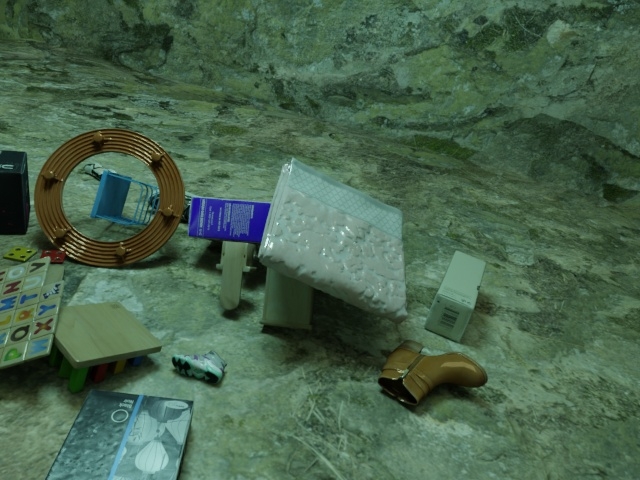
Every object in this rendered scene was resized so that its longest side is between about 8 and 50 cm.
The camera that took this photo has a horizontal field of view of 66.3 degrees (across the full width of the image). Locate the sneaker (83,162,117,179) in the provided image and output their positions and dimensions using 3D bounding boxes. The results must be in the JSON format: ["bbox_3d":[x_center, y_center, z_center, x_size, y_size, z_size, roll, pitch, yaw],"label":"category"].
[{"bbox_3d":[-0.690,-0.212,1.524,0.109,0.040,0.043,16,29,6],"label":"sneaker"}]

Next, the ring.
[{"bbox_3d":[-0.492,-0.106,1.148,0.337,0.336,0.032,10,-10,-8],"label":"ring"}]

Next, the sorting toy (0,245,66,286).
[{"bbox_3d":[-0.587,0.099,0.973,0.132,0.046,0.274,1,30,-22],"label":"sorting toy"}]

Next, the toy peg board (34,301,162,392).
[{"bbox_3d":[-0.404,0.189,0.878,0.161,0.079,0.161,32,17,32],"label":"toy peg board"}]

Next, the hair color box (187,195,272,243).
[{"bbox_3d":[-0.137,-0.037,1.238,0.339,0.110,0.185,4,-3,7],"label":"hair color box"}]

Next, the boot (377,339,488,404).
[{"bbox_3d":[0.222,0.279,0.980,0.197,0.072,0.152,13,23,26],"label":"boot"}]

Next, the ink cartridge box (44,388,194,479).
[{"bbox_3d":[-0.277,0.343,0.639,0.166,0.065,0.332,10,28,-9],"label":"ink cartridge box"}]

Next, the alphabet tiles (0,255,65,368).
[{"bbox_3d":[-0.543,0.126,0.843,0.198,0.009,0.237,-16,45,-2],"label":"alphabet tiles"}]

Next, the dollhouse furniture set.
[{"bbox_3d":[-0.053,0.109,1.210,0.304,0.173,0.355,5,-3,10],"label":"dollhouse furniture set"}]

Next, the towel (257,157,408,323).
[{"bbox_3d":[0.045,-0.009,1.055,0.332,0.053,0.316,25,44,-17],"label":"towel"}]

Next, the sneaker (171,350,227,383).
[{"bbox_3d":[-0.223,0.225,0.917,0.098,0.038,0.069,24,26,1],"label":"sneaker"}]

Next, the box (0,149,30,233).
[{"bbox_3d":[-0.838,-0.117,1.139,0.271,0.165,0.143,-2,30,-26],"label":"box"}]

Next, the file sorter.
[{"bbox_3d":[-0.491,-0.102,1.258,0.105,0.118,0.170,16,2,-2],"label":"file sorter"}]

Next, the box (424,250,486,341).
[{"bbox_3d":[0.353,0.136,1.265,0.094,0.113,0.275,23,30,16],"label":"box"}]

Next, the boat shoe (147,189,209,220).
[{"bbox_3d":[-0.384,-0.096,1.402,0.220,0.077,0.070,8,27,-13],"label":"boat shoe"}]
